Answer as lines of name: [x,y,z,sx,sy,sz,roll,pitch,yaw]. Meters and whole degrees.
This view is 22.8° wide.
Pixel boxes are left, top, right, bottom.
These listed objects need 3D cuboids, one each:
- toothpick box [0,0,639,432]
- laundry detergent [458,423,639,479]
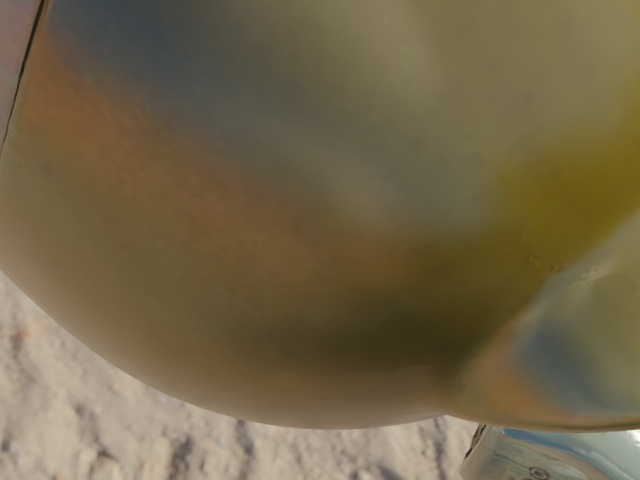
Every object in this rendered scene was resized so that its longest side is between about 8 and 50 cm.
toothpick box: [0.014,-0.140,0.629,0.409,0.409,0.425,-30,98,2]
laundry detergent: [0.238,0.189,1.178,0.253,0.181,0.091,26,60,4]
